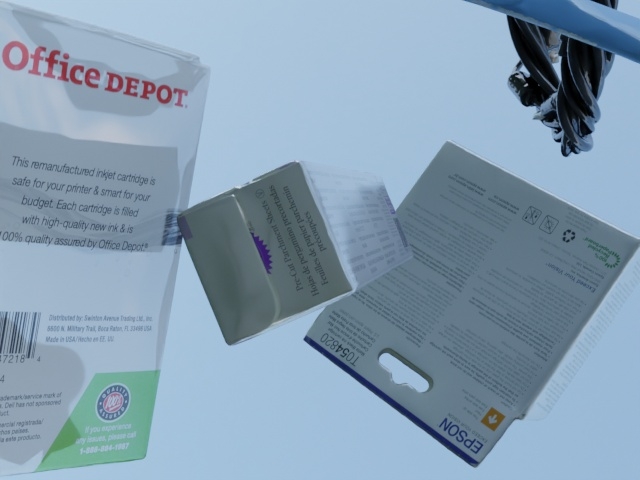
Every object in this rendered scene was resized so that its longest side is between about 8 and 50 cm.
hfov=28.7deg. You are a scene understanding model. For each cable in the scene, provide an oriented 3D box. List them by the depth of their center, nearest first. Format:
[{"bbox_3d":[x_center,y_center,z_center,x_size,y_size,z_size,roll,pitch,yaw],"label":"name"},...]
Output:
[{"bbox_3d":[0.148,-0.144,0.787,0.047,0.150,0.184,-3,-46,-4],"label":"cable"}]

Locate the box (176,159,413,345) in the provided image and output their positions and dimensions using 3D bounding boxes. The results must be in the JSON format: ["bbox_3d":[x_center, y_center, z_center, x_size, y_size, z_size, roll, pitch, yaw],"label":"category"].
[{"bbox_3d":[0.000,0.000,0.689,0.063,0.324,0.067,-24,-91,9],"label":"box"}]

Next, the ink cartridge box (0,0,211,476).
[{"bbox_3d":[-0.191,0.000,0.782,0.115,0.198,0.272,11,-88,35],"label":"ink cartridge box"}]

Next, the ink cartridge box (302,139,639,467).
[{"bbox_3d":[0.126,0.050,1.045,0.223,0.045,0.224,34,-95,40],"label":"ink cartridge box"}]

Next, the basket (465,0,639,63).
[{"bbox_3d":[0.072,-0.193,0.474,0.255,0.289,0.201,17,-117,9],"label":"basket"}]
